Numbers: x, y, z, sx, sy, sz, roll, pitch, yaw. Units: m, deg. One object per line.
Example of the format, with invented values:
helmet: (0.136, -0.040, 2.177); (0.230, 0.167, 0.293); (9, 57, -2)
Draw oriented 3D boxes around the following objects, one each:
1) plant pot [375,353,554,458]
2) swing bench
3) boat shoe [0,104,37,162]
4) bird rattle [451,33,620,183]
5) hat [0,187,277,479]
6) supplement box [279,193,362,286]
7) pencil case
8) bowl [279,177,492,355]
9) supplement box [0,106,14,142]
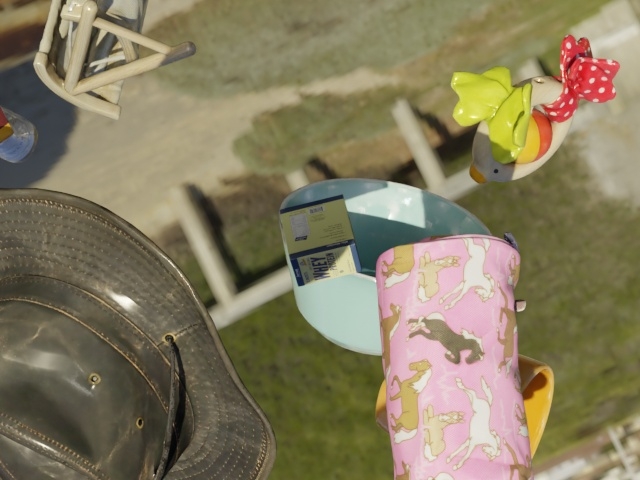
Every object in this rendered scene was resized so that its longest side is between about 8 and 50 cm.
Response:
plant pot: (0.184, 0.229, 1.873); (0.188, 0.205, 0.205); (21, -162, 25)
swing bench: (-0.270, -0.336, 1.867); (0.165, 0.253, 0.254); (21, 154, -27)
boat shoe: (-0.585, -0.213, 2.244); (0.098, 0.277, 0.096); (-67, 161, -1)
bird rattle: (0.288, -0.177, 1.934); (0.253, 0.143, 0.207); (-25, 144, -36)
hat: (-0.204, 0.129, 1.043); (0.331, 0.331, 0.134); (-31, -165, 44)
supplement box: (0.000, 0.000, 1.715); (0.083, 0.083, 0.056); (-14, 140, 2)
pencil case: (0.149, 0.187, 1.436); (0.167, 0.386, 0.160); (0, 161, -9)
bowl: (0.083, 0.050, 2.003); (0.311, 0.311, 0.163); (-21, 132, -44)
supplement box: (-0.579, -0.192, 1.987); (0.191, 0.194, 0.129); (-40, -139, -22)
